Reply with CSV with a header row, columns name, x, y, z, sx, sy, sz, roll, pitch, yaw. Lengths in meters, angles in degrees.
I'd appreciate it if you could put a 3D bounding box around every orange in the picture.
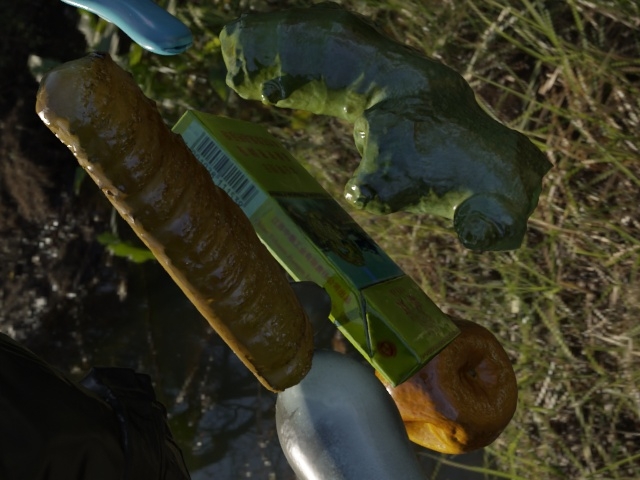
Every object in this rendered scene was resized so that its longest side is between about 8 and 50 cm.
name,x,y,z,sx,sy,sz,roll,pitch,yaw
orange,0.196,0.227,1.402,0.183,0.249,0.249,-32,63,44

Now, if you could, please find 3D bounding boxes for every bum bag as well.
name,x,y,z,sx,sy,sz,roll,pitch,yaw
bum bag,-0.119,0.098,0.400,0.060,0.248,0.123,-37,56,4

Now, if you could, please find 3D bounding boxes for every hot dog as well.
name,x,y,z,sx,sy,sz,roll,pitch,yaw
hot dog,-0.083,-0.005,0.578,0.068,0.289,0.083,-33,34,-2

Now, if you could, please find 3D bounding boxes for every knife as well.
name,x,y,z,sx,sy,sz,roll,pitch,yaw
knife,-0.190,-0.216,0.805,0.222,0.064,0.031,37,135,39

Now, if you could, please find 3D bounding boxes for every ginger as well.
name,x,y,z,sx,sy,sz,roll,pitch,yaw
ginger,0.048,-0.095,0.655,0.137,0.089,0.290,-42,75,-8

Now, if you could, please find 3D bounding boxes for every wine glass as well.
name,x,y,z,sx,sy,sz,roll,pitch,yaw
wine glass,0.007,0.140,0.694,0.103,0.103,0.222,-54,45,25

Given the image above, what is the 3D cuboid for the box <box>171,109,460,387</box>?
name,x,y,z,sx,sy,sz,roll,pitch,yaw
box,0.000,0.000,0.888,0.047,0.187,0.335,-46,77,15

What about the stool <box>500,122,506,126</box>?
name,x,y,z,sx,sy,sz,roll,pitch,yaw
stool,0.241,-0.141,1.318,0.096,0.110,0.096,-3,86,46
